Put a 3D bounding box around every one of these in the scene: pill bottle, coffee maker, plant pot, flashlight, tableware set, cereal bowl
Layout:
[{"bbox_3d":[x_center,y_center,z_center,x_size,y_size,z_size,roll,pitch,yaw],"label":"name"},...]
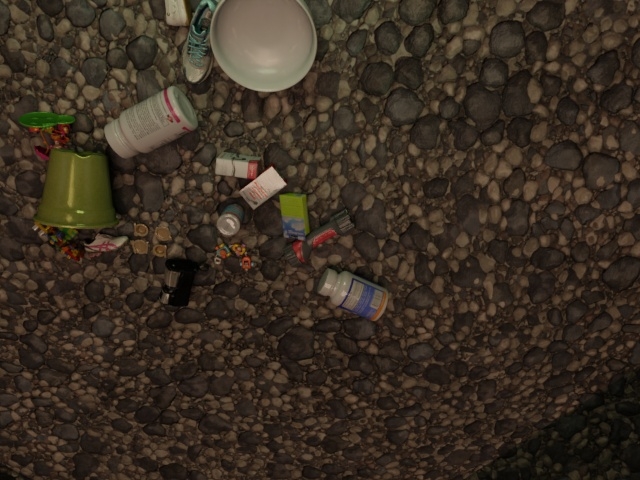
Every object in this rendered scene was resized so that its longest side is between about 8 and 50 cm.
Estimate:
[{"bbox_3d":[-0.589,-0.404,1.490,0.283,0.160,0.160,-23,112,9],"label":"pill bottle"},{"bbox_3d":[-0.568,0.180,1.766,0.171,0.120,0.178,15,113,-8],"label":"coffee maker"},{"bbox_3d":[-0.873,-0.195,1.544,0.276,0.276,0.254,7,101,-4],"label":"plant pot"},{"bbox_3d":[-0.337,-0.085,1.631,0.087,0.160,0.087,0,114,-1],"label":"pill bottle"},{"bbox_3d":[0.131,0.218,1.772,0.272,0.152,0.152,24,111,-10],"label":"pill bottle"},{"bbox_3d":[0.000,0.000,1.707,0.304,0.103,0.103,-28,137,10],"label":"flashlight"},{"bbox_3d":[-0.690,0.000,1.741,0.168,0.020,0.141,9,113,-4],"label":"tableware set"},{"bbox_3d":[-0.175,-0.660,1.364,0.338,0.141,0.339,0,142,0],"label":"cereal bowl"}]

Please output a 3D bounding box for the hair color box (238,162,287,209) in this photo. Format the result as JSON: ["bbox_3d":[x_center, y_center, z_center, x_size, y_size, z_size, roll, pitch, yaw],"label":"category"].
[{"bbox_3d":[-0.220,-0.207,1.639,0.167,0.053,0.093,-35,111,12],"label":"hair color box"}]

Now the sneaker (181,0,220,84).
[{"bbox_3d":[-0.403,-0.655,1.404,0.110,0.122,0.283,19,112,-8],"label":"sneaker"}]

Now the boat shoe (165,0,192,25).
[{"bbox_3d":[-0.478,-0.826,1.343,0.096,0.098,0.277,-3,115,0],"label":"boat shoe"}]

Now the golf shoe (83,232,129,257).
[{"bbox_3d":[-0.864,0.009,1.717,0.186,0.067,0.086,-16,111,6],"label":"golf shoe"}]

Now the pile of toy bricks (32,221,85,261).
[{"bbox_3d":[-1.009,-0.017,1.699,0.212,0.118,0.105,41,79,0],"label":"pile of toy bricks"}]

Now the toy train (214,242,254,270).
[{"bbox_3d":[-0.358,0.070,1.760,0.166,0.046,0.125,6,113,-3],"label":"toy train"}]

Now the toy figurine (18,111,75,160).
[{"bbox_3d":[-0.971,-0.366,1.549,0.173,0.130,0.159,-8,130,-24],"label":"toy figurine"}]

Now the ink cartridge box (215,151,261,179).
[{"bbox_3d":[-0.303,-0.277,1.576,0.150,0.109,0.063,8,114,-4],"label":"ink cartridge box"}]

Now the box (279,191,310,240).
[{"bbox_3d":[-0.100,-0.094,1.670,0.109,0.042,0.178,9,118,29],"label":"box"}]
